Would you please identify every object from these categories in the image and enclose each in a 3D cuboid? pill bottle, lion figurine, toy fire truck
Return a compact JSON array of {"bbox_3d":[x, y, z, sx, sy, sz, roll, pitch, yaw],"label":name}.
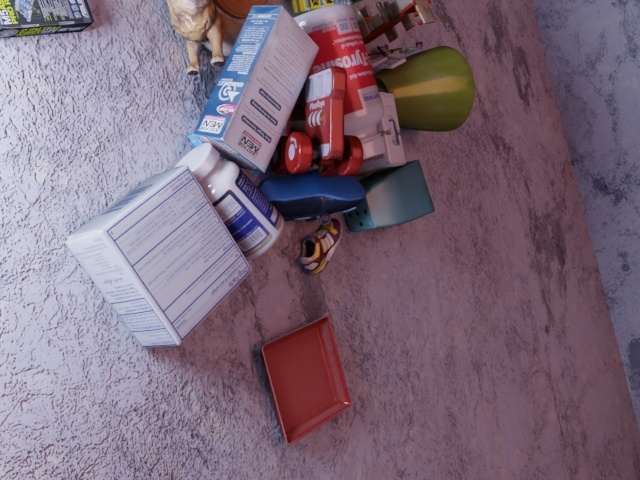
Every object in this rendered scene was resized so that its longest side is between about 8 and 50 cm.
[{"bbox_3d":[-0.217,-0.089,1.619,0.264,0.153,0.153,50,49,-28],"label":"pill bottle"},{"bbox_3d":[-0.231,-0.506,1.733,0.392,0.142,0.240,19,59,-59],"label":"lion figurine"},{"bbox_3d":[0.040,-0.413,1.912,0.229,0.229,0.407,-27,102,-47],"label":"pill bottle"},{"bbox_3d":[-0.014,-0.288,1.727,0.169,0.302,0.253,1,94,-23],"label":"toy fire truck"}]

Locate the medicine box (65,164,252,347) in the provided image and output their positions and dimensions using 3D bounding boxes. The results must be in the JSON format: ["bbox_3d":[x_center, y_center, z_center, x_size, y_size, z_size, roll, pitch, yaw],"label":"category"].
[{"bbox_3d":[-0.330,0.036,1.472,0.263,0.149,0.289,-48,116,-42],"label":"medicine box"}]

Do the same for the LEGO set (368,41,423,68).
[{"bbox_3d":[0.217,-0.568,2.175,0.244,0.183,0.060,-38,129,-39],"label":"LEGO set"}]

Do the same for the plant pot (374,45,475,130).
[{"bbox_3d":[0.284,-0.461,2.195,0.294,0.275,0.274,-15,93,-32],"label":"plant pot"}]

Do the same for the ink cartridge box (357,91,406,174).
[{"bbox_3d":[0.150,-0.312,2.061,0.092,0.159,0.217,-6,87,-49],"label":"ink cartridge box"}]

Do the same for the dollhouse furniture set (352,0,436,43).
[{"bbox_3d":[0.211,-0.664,2.131,0.262,0.259,0.135,-26,92,-45],"label":"dollhouse furniture set"}]

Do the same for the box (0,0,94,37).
[{"bbox_3d":[-0.596,-0.545,1.378,0.216,0.060,0.270,-26,100,-46],"label":"box"}]

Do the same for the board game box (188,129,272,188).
[{"bbox_3d":[-0.215,-0.219,1.734,0.211,0.039,0.160,56,46,-23],"label":"board game box"}]

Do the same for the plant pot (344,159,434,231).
[{"bbox_3d":[0.184,-0.117,2.063,0.234,0.166,0.165,-26,101,-39],"label":"plant pot"}]

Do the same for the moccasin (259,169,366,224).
[{"bbox_3d":[-0.035,-0.114,1.852,0.342,0.116,0.137,-3,48,-36],"label":"moccasin"}]

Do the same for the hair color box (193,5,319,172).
[{"bbox_3d":[-0.146,-0.356,1.640,0.174,0.105,0.347,36,73,-51],"label":"hair color box"}]

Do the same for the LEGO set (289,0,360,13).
[{"bbox_3d":[0.049,-0.782,1.986,0.331,0.255,0.192,-32,121,-37],"label":"LEGO set"}]

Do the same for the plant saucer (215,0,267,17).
[{"bbox_3d":[-0.199,-0.681,1.805,0.200,0.037,0.199,-14,112,-40],"label":"plant saucer"}]

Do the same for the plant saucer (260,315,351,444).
[{"bbox_3d":[-0.044,0.352,1.790,0.259,0.048,0.258,-19,95,-48],"label":"plant saucer"}]

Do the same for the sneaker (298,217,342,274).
[{"bbox_3d":[0.000,0.000,1.897,0.084,0.070,0.185,48,49,-36],"label":"sneaker"}]
